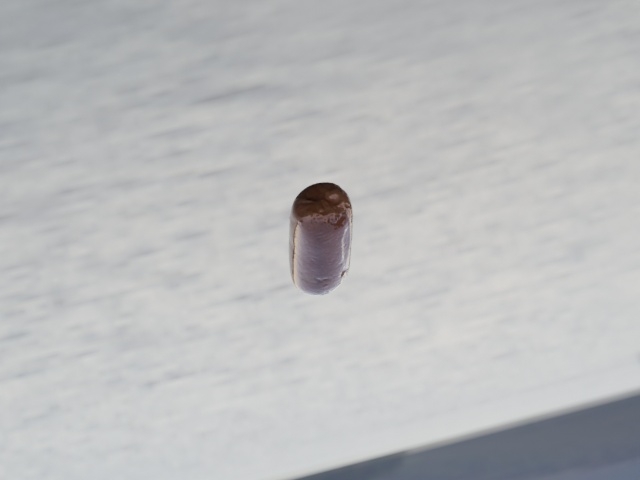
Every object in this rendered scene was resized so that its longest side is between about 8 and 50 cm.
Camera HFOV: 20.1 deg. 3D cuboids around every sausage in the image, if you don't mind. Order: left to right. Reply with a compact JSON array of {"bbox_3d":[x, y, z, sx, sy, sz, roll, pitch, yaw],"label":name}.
[{"bbox_3d":[0.000,0.000,0.950,0.034,0.034,0.083,-13,151,-9],"label":"sausage"}]
